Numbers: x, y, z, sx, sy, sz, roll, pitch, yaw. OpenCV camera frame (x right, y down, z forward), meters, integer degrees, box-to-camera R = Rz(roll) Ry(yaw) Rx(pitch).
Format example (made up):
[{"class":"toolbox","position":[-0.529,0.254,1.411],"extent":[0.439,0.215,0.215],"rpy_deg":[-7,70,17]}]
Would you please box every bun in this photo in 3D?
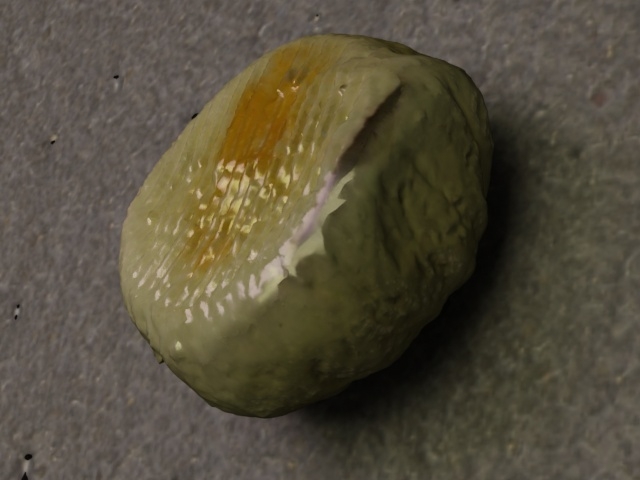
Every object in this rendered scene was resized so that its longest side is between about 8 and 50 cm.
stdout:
[{"class":"bun","position":[0.000,0.000,0.893],"extent":[0.244,0.153,0.244],"rpy_deg":[-36,32,26]}]
